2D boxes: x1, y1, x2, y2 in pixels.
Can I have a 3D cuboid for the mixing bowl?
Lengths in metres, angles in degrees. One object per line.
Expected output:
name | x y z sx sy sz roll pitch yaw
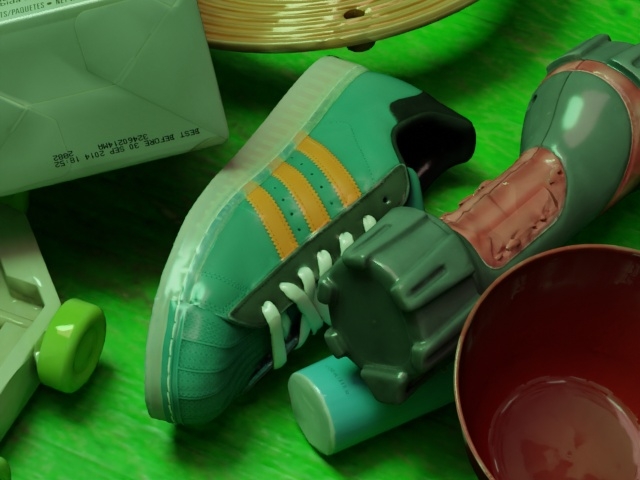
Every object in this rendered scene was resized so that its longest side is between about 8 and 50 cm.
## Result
mixing bowl | 0.151 0.103 0.986 0.181 0.098 0.181 5 62 -9

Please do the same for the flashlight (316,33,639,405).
flashlight | 0.115 -0.028 1.064 0.103 0.103 0.304 43 46 13

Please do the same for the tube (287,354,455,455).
tube | 0.081 0.067 1.067 0.207 0.052 0.080 -22 60 -25

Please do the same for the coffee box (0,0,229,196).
coffee box | -0.168 -0.166 1.122 0.168 0.119 0.297 -14 36 -3

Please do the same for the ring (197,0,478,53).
ring | 0.002 -0.228 1.285 0.337 0.032 0.336 -7 40 6

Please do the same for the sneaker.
sneaker | 0.000 0.000 1.079 0.121 0.108 0.302 17 51 19

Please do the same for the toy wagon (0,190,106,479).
toy wagon | -0.266 0.043 1.071 0.267 0.068 0.344 19 51 15
